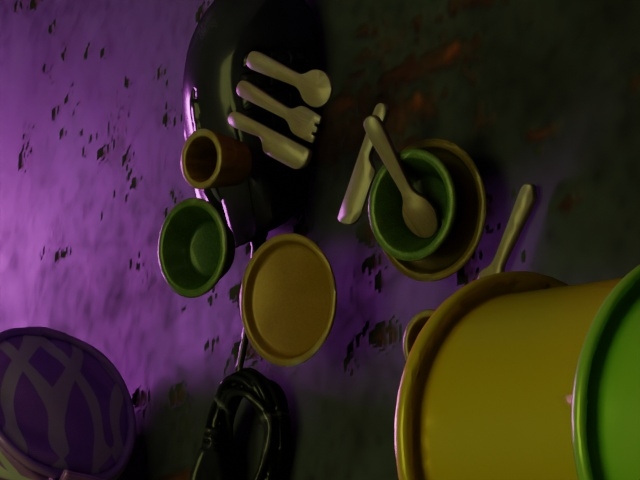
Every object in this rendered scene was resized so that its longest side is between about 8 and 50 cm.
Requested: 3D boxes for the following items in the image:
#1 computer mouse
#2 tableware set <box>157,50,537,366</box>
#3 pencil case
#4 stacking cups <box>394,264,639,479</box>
[{"bbox_3d":[-0.039,0.012,0.698,0.071,0.041,0.242,-10,74,54],"label":"computer mouse"},{"bbox_3d":[0.000,0.000,0.626,0.154,0.024,0.104,31,108,39],"label":"tableware set"},{"bbox_3d":[-0.160,0.126,0.808,0.206,0.086,0.088,-51,35,36],"label":"pencil case"},{"bbox_3d":[0.147,0.029,0.369,0.316,0.096,0.096,-16,68,53],"label":"stacking cups"}]
